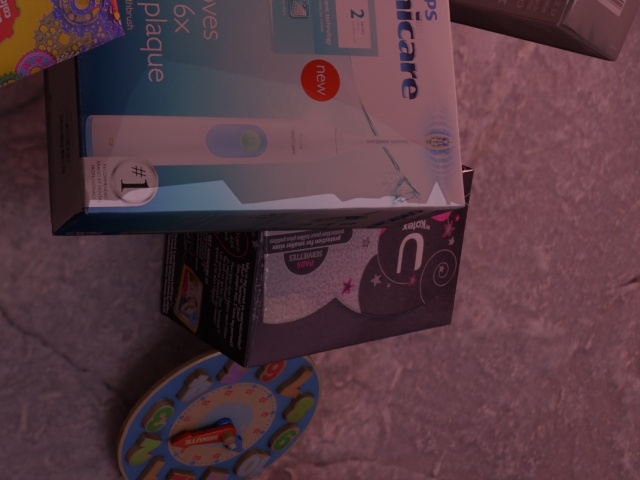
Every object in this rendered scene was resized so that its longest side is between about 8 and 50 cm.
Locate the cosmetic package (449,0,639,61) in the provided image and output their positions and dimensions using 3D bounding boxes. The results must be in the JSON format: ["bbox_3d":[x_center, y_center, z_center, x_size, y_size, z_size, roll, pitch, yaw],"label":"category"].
[{"bbox_3d":[0.173,-0.252,1.206,0.107,0.238,0.127,19,92,-47],"label":"cosmetic package"}]

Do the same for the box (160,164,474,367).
[{"bbox_3d":[0.000,0.000,1.225,0.247,0.142,0.163,-9,114,-39],"label":"box"}]

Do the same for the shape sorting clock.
[{"bbox_3d":[-0.091,0.172,1.255,0.206,0.040,0.206,-18,141,-15],"label":"shape sorting clock"}]

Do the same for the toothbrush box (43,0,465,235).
[{"bbox_3d":[-0.053,-0.118,1.023,0.295,0.126,0.216,0,84,-23],"label":"toothbrush box"}]

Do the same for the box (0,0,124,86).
[{"bbox_3d":[-0.286,-0.246,0.773,0.177,0.279,0.290,-29,125,-29],"label":"box"}]
